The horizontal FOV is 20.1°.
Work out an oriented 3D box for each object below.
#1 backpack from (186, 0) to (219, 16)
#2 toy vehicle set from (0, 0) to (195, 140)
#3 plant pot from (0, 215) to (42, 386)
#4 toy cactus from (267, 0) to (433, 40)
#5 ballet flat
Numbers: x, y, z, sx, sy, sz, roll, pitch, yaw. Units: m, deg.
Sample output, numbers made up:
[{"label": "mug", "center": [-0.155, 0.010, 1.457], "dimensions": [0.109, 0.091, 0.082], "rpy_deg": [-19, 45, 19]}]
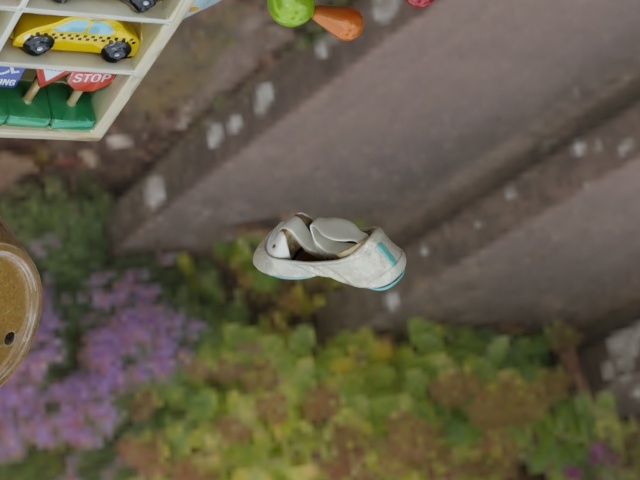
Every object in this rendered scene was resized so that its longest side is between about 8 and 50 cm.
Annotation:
[{"label": "backpack", "center": [-0.182, -0.305, 1.886], "dimensions": [0.188, 0.166, 0.144], "rpy_deg": [-23, 178, 41]}, {"label": "toy vehicle set", "center": [-0.205, -0.116, 0.918], "dimensions": [0.267, 0.035, 0.166], "rpy_deg": [1, 148, -32]}, {"label": "plant pot", "center": [-0.316, 0.014, 1.218], "dimensions": [0.254, 0.237, 0.237], "rpy_deg": [25, 177, 33]}, {"label": "toy cactus", "center": [-0.025, -0.205, 1.045], "dimensions": [0.219, 0.112, 0.180], "rpy_deg": [19, 153, -1]}, {"label": "ballet flat", "center": [0.000, 0.000, 1.379], "dimensions": [0.168, 0.057, 0.052], "rpy_deg": [6, 139, 48]}]
